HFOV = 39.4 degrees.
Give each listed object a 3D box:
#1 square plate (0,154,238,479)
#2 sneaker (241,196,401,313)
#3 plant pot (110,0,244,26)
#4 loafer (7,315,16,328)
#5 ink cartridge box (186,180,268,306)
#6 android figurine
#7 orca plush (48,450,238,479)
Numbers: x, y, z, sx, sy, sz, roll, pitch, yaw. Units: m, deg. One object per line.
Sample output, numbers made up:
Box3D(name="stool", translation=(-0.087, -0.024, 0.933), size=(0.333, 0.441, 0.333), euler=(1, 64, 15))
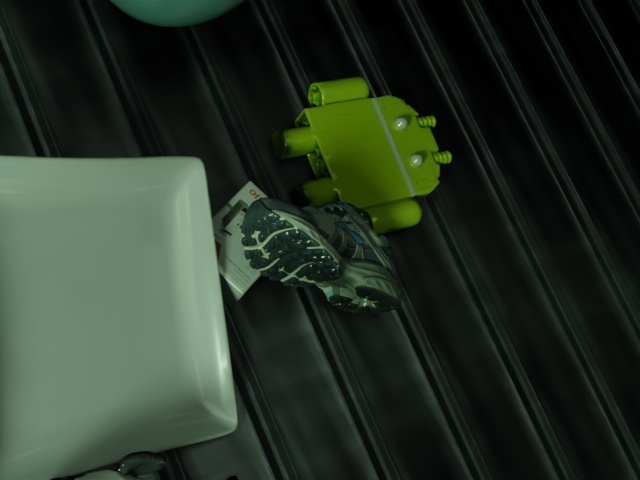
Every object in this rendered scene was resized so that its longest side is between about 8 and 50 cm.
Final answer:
Box3D(name="square plate", translation=(-0.253, 0.078, 0.994), size=(0.347, 0.049, 0.344), euler=(-5, 86, -46))
Box3D(name="sneaker", translation=(0.000, 0.000, 1.163), size=(0.283, 0.110, 0.122), euler=(34, 49, -45))
Box3D(name="plant pot", translation=(-0.208, -0.408, 1.220), size=(0.290, 0.195, 0.290), euler=(10, 65, -22))
Box3D(name="loafer", translation=(-0.361, 0.046, 1.014), size=(0.092, 0.102, 0.268), euler=(24, 61, -4))
Box3D(name="ink cartridge box", translation=(-0.105, 0.003, 1.174), size=(0.099, 0.056, 0.135), euler=(42, 58, -3))
Box3D(name="android figurine", translation=(0.071, -0.126, 1.315), size=(0.273, 0.056, 0.248), euler=(-12, 74, -27))
Box3D(name="orca plush", translation=(-0.208, 0.287, 0.979), size=(0.287, 0.102, 0.151), euler=(0, 100, -47))
